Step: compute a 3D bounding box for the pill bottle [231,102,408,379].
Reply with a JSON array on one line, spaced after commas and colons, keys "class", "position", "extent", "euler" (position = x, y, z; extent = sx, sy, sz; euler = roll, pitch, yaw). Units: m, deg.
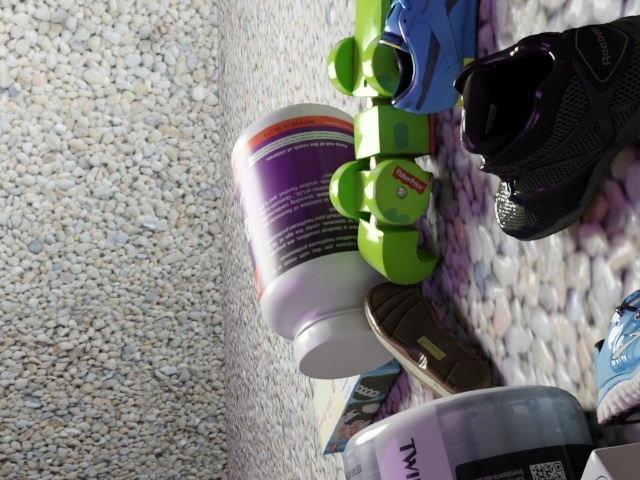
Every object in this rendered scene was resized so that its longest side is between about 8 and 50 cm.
[{"class": "pill bottle", "position": [0.000, 0.000, 1.080], "extent": [0.181, 0.181, 0.323], "euler": [105, 155, -56]}]

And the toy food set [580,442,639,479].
[{"class": "toy food set", "position": [0.210, 0.133, 0.430], "extent": [0.105, 0.111, 0.232], "euler": [-114, 25, -52]}]

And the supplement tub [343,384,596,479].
[{"class": "supplement tub", "position": [0.137, 0.279, 0.622], "extent": [0.194, 0.193, 0.316], "euler": [111, 150, -61]}]

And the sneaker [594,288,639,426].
[{"class": "sneaker", "position": [0.204, 0.058, 0.532], "extent": [0.162, 0.063, 0.073], "euler": [108, 156, -58]}]

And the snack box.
[{"class": "snack box", "position": [0.033, 0.172, 1.270], "extent": [0.322, 0.060, 0.187], "euler": [107, 154, -57]}]

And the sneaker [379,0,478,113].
[{"class": "sneaker", "position": [0.099, -0.222, 0.805], "extent": [0.069, 0.082, 0.210], "euler": [-132, 39, -70]}]

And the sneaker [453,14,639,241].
[{"class": "sneaker", "position": [0.140, -0.068, 0.605], "extent": [0.227, 0.130, 0.087], "euler": [110, 153, -65]}]

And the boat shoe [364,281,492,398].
[{"class": "boat shoe", "position": [0.107, 0.118, 0.900], "extent": [0.190, 0.068, 0.072], "euler": [51, 164, 46]}]

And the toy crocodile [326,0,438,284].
[{"class": "toy crocodile", "position": [0.076, -0.122, 0.918], "extent": [0.115, 0.105, 0.341], "euler": [-172, 80, -66]}]
